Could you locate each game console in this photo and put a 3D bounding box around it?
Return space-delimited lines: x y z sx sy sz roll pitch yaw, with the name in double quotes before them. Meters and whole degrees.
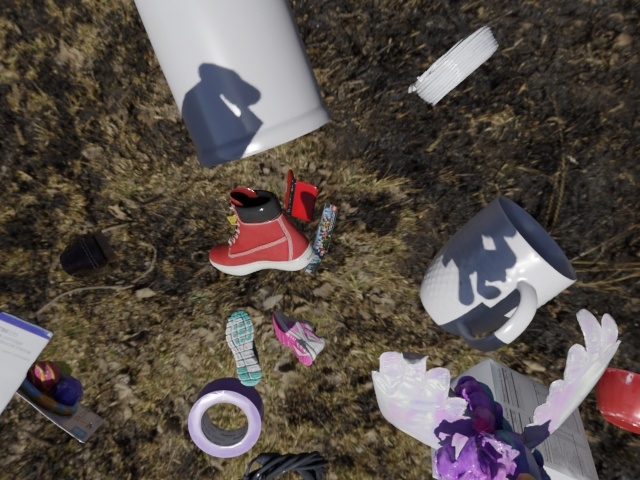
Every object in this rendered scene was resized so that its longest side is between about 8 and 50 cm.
"game console" -0.070 -0.157 1.674 0.085 0.124 0.143 1 127 -14

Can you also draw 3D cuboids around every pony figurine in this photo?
"pony figurine" 0.222 0.283 0.603 0.303 0.350 0.363 -4 46 -1

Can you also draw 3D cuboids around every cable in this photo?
"cable" 0.391 -0.500 1.393 0.257 0.257 0.089 -38 94 33
"cable" -0.064 0.375 0.716 0.151 0.047 0.184 -2 119 -32

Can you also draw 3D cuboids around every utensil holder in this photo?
"utensil holder" -0.192 -0.398 1.072 0.328 0.327 0.385 -23 108 -4

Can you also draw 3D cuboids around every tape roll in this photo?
"tape roll" -0.247 0.466 1.280 0.189 0.080 0.188 0 100 -2

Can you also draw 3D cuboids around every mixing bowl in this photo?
"mixing bowl" 0.688 0.363 1.068 0.182 0.181 0.098 29 74 -2

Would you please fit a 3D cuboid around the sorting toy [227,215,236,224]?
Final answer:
"sorting toy" -0.200 -0.041 1.685 0.133 0.275 0.046 -16 55 32

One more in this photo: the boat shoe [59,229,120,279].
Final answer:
"boat shoe" -0.361 0.025 0.755 0.073 0.207 0.073 -32 93 -20

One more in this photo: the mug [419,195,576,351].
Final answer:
"mug" 0.430 0.118 1.231 0.276 0.374 0.328 35 120 -16

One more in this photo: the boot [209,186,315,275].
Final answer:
"boot" -0.148 -0.022 0.901 0.176 0.245 0.088 55 45 -33

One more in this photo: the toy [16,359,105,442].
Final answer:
"toy" -0.437 0.212 0.763 0.237 0.137 0.056 36 78 -5

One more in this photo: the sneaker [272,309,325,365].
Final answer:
"sneaker" -0.078 0.332 1.738 0.111 0.102 0.252 -28 52 -30

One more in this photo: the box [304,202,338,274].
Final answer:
"box" 0.000 0.000 1.579 0.044 0.233 0.159 17 67 -3

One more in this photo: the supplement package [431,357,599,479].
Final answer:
"supplement package" 0.399 0.419 1.032 0.263 0.199 0.198 28 42 -18

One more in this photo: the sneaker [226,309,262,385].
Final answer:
"sneaker" -0.172 0.240 1.087 0.065 0.076 0.166 -10 81 -6

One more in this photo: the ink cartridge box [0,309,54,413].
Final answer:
"ink cartridge box" -0.399 0.174 0.415 0.165 0.065 0.332 37 87 -29
